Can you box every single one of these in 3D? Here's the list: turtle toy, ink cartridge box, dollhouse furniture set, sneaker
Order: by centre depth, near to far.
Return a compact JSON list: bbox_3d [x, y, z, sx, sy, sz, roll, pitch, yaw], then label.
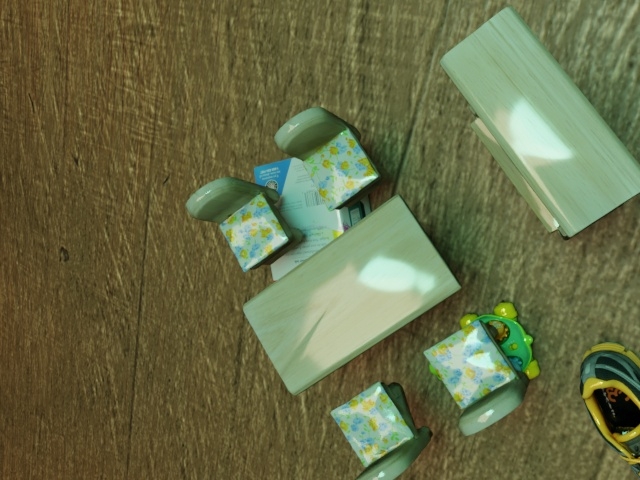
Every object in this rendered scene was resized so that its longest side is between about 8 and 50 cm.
[{"bbox_3d":[0.082,0.009,0.630,0.394,0.256,0.362,-36,75,16],"label":"dollhouse furniture set"},{"bbox_3d":[0.338,0.211,0.657,0.084,0.083,0.215,-47,72,32],"label":"sneaker"},{"bbox_3d":[0.192,0.135,0.761,0.130,0.066,0.095,-26,83,37],"label":"turtle toy"},{"bbox_3d":[0.000,0.000,0.872,0.134,0.078,0.231,-8,93,37],"label":"ink cartridge box"}]
